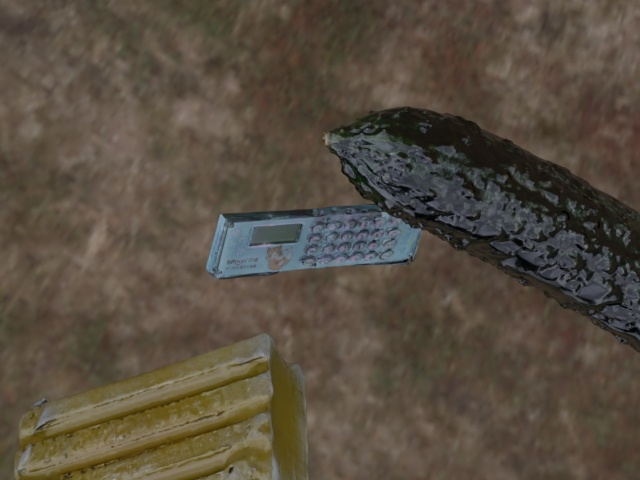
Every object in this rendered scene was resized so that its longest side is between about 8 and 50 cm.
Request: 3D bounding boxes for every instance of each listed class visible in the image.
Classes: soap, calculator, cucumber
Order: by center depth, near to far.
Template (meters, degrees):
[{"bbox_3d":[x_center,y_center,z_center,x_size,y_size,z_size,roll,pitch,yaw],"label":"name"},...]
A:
[{"bbox_3d":[0.117,-0.007,1.022,0.072,0.072,0.300,-30,138,34],"label":"cucumber"},{"bbox_3d":[0.000,0.000,1.361,0.172,0.018,0.057,-3,124,-30],"label":"calculator"},{"bbox_3d":[-0.150,0.203,1.741,0.274,0.173,0.089,-19,138,20],"label":"soap"}]
